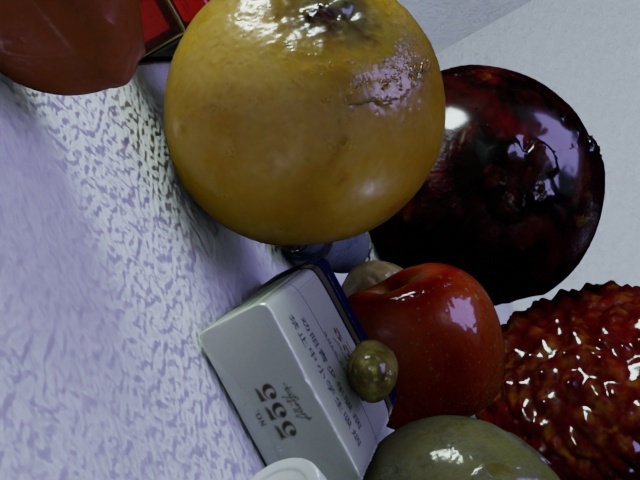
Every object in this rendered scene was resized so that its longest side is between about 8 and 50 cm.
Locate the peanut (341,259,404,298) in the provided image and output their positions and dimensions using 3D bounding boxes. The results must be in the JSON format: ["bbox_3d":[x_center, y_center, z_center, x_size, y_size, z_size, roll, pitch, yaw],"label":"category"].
[{"bbox_3d":[0.092,0.098,1.416,0.229,0.098,0.103,52,26,-48],"label":"peanut"}]

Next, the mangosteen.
[{"bbox_3d":[0.240,-0.060,1.814,0.421,0.381,0.381,107,-35,-58],"label":"mangosteen"}]

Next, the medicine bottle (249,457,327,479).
[{"bbox_3d":[0.034,0.260,0.820,0.260,0.095,0.095,54,14,-30],"label":"medicine bottle"}]

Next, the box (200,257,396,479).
[{"bbox_3d":[-0.009,0.113,1.021,0.168,0.071,0.259,62,11,-1],"label":"box"}]

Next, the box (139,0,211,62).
[{"bbox_3d":[-0.169,-0.261,1.190,0.153,0.074,0.240,57,11,-4],"label":"box"}]

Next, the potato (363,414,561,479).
[{"bbox_3d":[0.125,0.246,0.967,0.160,0.235,0.177,-20,120,-47],"label":"potato"}]

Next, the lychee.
[{"bbox_3d":[0.437,0.275,1.662,0.424,0.425,0.500,51,-2,-43],"label":"lychee"}]

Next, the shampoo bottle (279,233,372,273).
[{"bbox_3d":[0.000,0.000,1.324,0.072,0.072,0.214,64,12,12],"label":"shampoo bottle"}]

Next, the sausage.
[{"bbox_3d":[-0.208,-0.197,0.761,0.258,0.133,0.133,57,12,-38],"label":"sausage"}]

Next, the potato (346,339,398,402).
[{"bbox_3d":[0.043,0.110,0.970,0.045,0.046,0.092,27,6,-1],"label":"potato"}]

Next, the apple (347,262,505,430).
[{"bbox_3d":[0.105,0.115,1.243,0.181,0.181,0.168,-38,113,-78],"label":"apple"}]

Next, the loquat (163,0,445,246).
[{"bbox_3d":[-0.015,-0.120,1.067,0.263,0.263,0.263,57,13,-21],"label":"loquat"}]
